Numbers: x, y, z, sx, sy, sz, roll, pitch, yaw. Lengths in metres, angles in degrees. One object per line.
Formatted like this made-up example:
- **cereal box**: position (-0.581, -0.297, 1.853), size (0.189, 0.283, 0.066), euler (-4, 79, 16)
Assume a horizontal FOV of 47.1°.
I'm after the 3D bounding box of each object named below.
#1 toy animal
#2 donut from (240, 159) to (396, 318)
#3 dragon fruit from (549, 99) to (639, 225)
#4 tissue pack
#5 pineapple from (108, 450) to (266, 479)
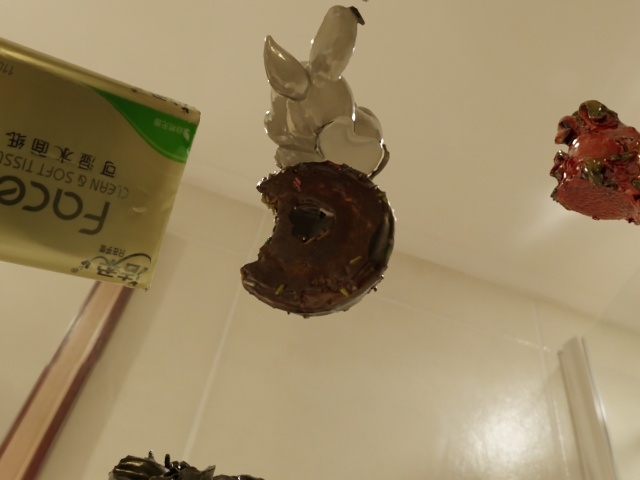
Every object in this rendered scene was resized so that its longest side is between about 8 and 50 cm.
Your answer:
- **toy animal**: position (0.009, -0.203, 1.171), size (0.209, 0.154, 0.325), euler (-31, -33, -19)
- **donut**: position (0.000, 0.001, 1.023), size (0.216, 0.230, 0.096), euler (-7, -28, 8)
- **dragon fruit**: position (0.359, -0.099, 0.935), size (0.150, 0.207, 0.133), euler (-21, -44, 13)
- **tissue pack**: position (-0.434, -0.126, 1.169), size (0.405, 0.205, 0.331), euler (16, -86, -34)
- **pineapple**: position (-0.104, 0.307, 0.763), size (0.170, 0.141, 0.310), euler (19, -29, 40)
